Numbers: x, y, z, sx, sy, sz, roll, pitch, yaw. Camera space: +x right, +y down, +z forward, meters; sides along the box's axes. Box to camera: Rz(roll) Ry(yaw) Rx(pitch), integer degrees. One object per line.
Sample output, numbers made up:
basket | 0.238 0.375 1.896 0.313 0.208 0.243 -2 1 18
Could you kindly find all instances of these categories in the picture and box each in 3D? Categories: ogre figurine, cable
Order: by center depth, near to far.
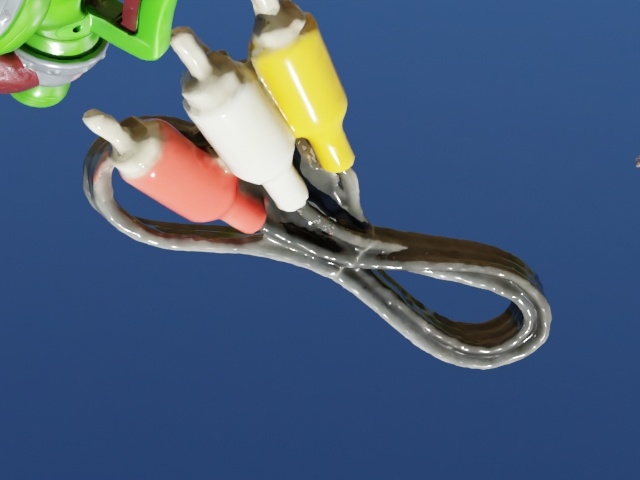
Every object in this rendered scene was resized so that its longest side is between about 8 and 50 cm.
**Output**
ogre figurine | -0.095 -0.082 0.597 0.197 0.118 0.097 -29 -103 -43
cable | 0.000 0.000 0.887 0.139 0.287 0.072 -39 -148 10

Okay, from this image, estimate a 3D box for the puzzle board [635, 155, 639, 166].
puzzle board | 0.173 -0.039 0.700 0.096 0.011 0.128 -3 178 3
